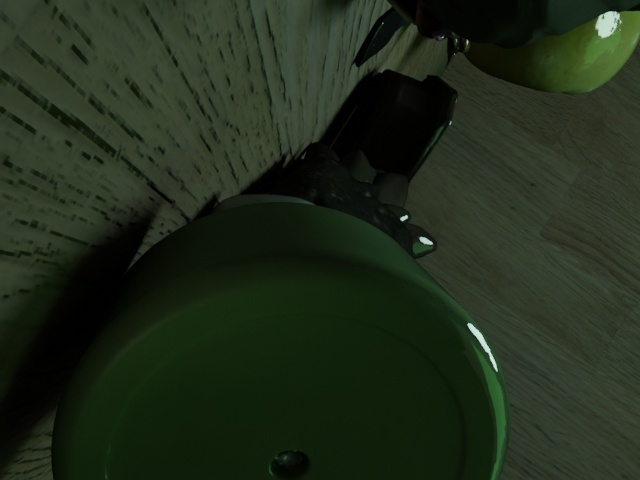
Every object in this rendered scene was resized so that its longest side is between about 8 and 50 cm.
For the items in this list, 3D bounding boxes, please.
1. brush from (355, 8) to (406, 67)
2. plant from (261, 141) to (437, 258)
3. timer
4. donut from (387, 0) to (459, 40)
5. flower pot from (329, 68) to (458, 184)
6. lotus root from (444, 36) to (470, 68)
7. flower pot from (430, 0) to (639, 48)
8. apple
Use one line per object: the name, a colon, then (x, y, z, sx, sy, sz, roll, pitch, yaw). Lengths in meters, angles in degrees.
brush: (0.088, -0.248, 1.051, 0.063, 0.016, 0.193, -57, 177, 37)
plant: (0.000, 0.000, 1.005, 0.181, 0.194, 0.320, -44, 176, 18)
timer: (-0.038, 0.073, 0.707, 0.291, 0.290, 0.315, -57, -160, 19)
donut: (0.134, -0.276, 0.697, 0.270, 0.103, 0.270, -54, 175, -7)
flower pot: (0.067, -0.118, 1.210, 0.251, 0.084, 0.179, -58, -163, 15)
lotus root: (0.241, -0.350, 1.195, 0.278, 0.154, 0.154, -39, -178, 18)
flower pot: (0.099, -0.183, 0.423, 0.140, 0.236, 0.235, -31, 174, -6)
apple: (0.339, -0.376, 1.442, 0.233, 0.295, 0.258, -9, 126, -32)
